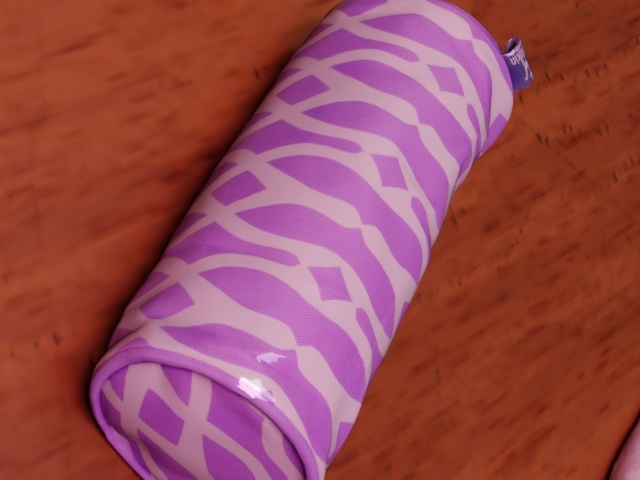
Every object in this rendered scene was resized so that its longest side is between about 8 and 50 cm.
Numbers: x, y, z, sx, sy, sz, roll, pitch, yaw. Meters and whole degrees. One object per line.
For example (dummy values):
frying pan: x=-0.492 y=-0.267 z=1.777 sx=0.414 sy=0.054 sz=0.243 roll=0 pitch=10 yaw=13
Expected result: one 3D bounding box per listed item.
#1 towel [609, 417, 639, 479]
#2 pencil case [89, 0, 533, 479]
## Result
towel: x=0.279 y=0.173 z=0.796 sx=0.317 sy=0.053 sz=0.332 roll=-45 pitch=112 yaw=-44
pencil case: x=0.000 y=0.000 z=0.532 sx=0.206 sy=0.086 sz=0.088 roll=-57 pitch=143 yaw=-38
